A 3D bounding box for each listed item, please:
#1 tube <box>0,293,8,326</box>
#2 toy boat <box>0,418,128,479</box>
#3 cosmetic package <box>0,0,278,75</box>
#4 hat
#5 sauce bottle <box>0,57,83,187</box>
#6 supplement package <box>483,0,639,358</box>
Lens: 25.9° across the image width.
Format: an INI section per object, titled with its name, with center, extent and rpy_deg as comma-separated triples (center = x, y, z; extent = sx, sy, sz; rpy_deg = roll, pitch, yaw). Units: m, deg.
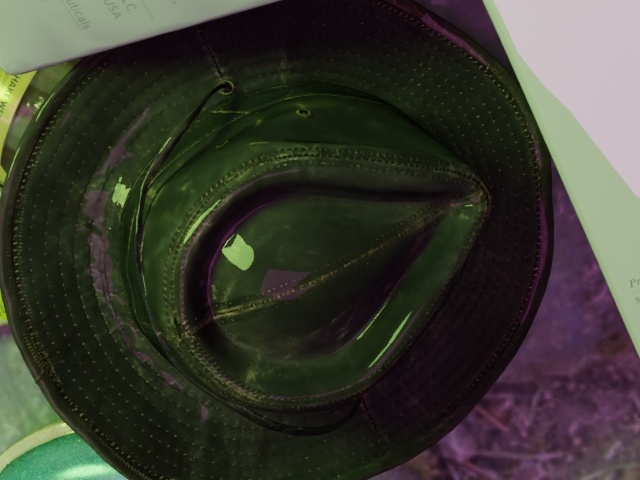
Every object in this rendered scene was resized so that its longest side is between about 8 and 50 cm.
[tube]
center = -0.150, 0.011, 0.929
extent = 0.240, 0.062, 0.070
rpy_deg = -7, 67, 12
[toy boat]
center = -0.081, 0.165, 0.920
extent = 0.267, 0.148, 0.318
rpy_deg = 25, 108, -1
[cosmetic package]
center = 0.016, -0.267, 0.704
extent = 0.453, 0.230, 0.161
rpy_deg = -14, 141, 12
[hat]
center = 0.000, 0.000, 0.744
extent = 0.331, 0.134, 0.331
rpy_deg = 0, 91, -17
[sauce bottle]
center = -0.180, -0.083, 0.854
extent = 0.344, 0.111, 0.111
rpy_deg = 28, 108, 8
[supplement package]
center = 0.225, -0.067, 0.799
extent = 0.177, 0.175, 0.293
rpy_deg = -22, 103, 13
